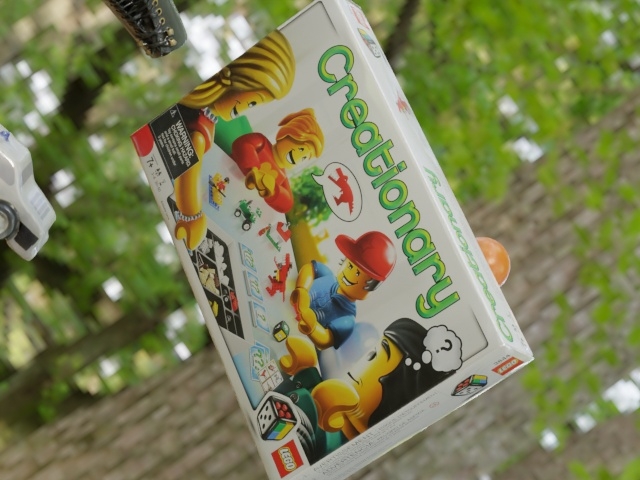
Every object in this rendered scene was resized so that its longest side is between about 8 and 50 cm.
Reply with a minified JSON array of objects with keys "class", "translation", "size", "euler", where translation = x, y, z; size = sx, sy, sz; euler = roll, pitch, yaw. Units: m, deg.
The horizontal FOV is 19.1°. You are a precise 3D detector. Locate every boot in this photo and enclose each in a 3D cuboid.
[{"class":"boot","translation":[-0.156,-0.203,1.582],"size":[0.198,0.077,0.137],"euler":[-69,137,-68]}]

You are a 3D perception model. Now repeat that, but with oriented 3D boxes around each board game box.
[{"class":"board game box","translation":[0.000,0.000,1.319],"size":[0.053,0.193,0.305],"euler":[25,35,-56]}]

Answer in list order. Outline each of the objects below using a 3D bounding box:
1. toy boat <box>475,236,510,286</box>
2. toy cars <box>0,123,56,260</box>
[{"class":"toy boat","translation":[0.127,0.026,1.969],"size":[0.231,0.151,0.151],"euler":[67,-33,35]},{"class":"toy cars","translation":[-0.358,-0.142,1.758],"size":[0.393,0.087,0.176],"euler":[49,12,32]}]
